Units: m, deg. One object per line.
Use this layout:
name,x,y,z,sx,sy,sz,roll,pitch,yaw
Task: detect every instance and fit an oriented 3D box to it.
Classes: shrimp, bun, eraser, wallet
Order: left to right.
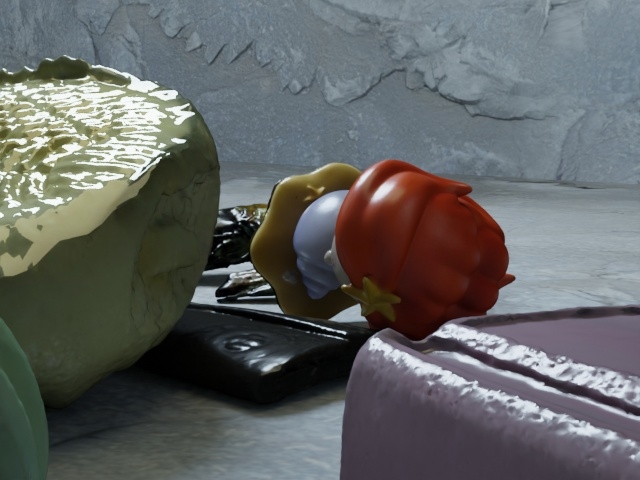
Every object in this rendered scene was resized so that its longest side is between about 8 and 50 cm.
bun,-0.247,0.010,0.846,0.364,0.202,0.364,-3,31,2
wallet,-0.103,0.081,0.956,0.321,0.044,0.170,8,12,42
shrimp,-0.096,0.019,1.280,0.364,0.071,0.233,-11,23,-18
eraser,0.214,0.116,0.478,0.272,0.122,0.359,-4,10,-31

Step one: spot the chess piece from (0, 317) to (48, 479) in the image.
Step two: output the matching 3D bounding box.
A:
chess piece,-0.225,0.046,0.498,0.194,0.195,0.299,-1,20,-13

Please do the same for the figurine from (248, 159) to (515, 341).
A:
figurine,0.067,0.011,0.990,0.181,0.208,0.257,-35,18,-18
